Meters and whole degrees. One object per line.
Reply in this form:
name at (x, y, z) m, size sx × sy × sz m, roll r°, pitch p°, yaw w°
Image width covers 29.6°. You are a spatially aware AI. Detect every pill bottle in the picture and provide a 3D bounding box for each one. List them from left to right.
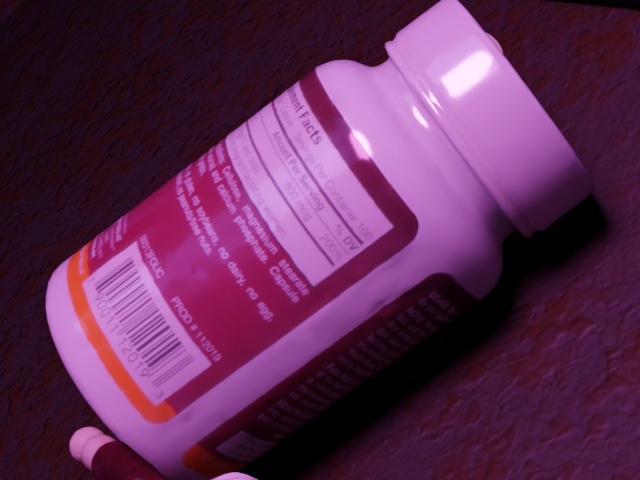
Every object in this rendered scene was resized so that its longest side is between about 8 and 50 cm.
pill bottle at (0.000, 0.000, 0.955) m, size 0.392 × 0.224 × 0.224 m, roll -36°, pitch 33°, yaw 9°

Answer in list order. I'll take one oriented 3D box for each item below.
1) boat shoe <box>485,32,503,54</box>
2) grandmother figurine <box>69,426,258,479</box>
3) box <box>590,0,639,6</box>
boat shoe at (0.094, -0.079, 1.103) m, size 0.233 × 0.084 × 0.079 m, roll -60°, pitch -4°, yaw -9°
grandmother figurine at (-0.114, 0.226, 0.861) m, size 0.104 × 0.208 × 0.342 m, roll -48°, pitch 10°, yaw -31°
box at (0.144, -0.491, 1.113) m, size 0.297 × 0.472 × 0.480 m, roll -52°, pitch 33°, yaw -8°
